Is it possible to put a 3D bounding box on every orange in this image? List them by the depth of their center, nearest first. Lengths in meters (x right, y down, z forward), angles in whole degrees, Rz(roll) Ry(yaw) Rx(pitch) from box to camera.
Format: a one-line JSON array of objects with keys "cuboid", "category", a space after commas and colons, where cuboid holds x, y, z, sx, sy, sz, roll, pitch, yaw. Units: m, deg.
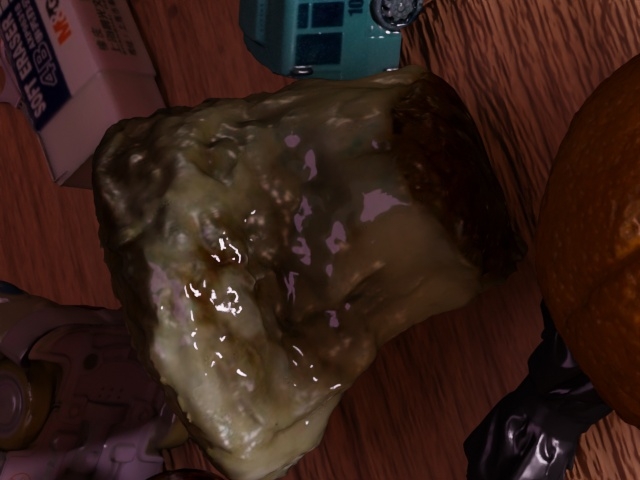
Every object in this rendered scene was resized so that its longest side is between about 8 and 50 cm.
[{"cuboid": [0.328, -0.018, 1.270, 0.357, 0.322, 0.322, -37, 63, 25], "category": "orange"}]

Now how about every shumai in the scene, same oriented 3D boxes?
[{"cuboid": [0.000, 0.000, 1.570, 0.323, 0.397, 0.324, -25, 105, 9], "category": "shumai"}]

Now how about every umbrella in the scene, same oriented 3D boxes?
[{"cuboid": [0.175, 0.157, 1.518, 0.118, 0.118, 0.340, 50, 120, 32], "category": "umbrella"}]

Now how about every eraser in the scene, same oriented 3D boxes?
[{"cuboid": [-0.259, -0.202, 1.930, 0.130, 0.086, 0.287, -38, 63, 33], "category": "eraser"}]

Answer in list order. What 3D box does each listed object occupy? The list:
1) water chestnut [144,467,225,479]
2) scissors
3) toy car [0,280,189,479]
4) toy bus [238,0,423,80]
[{"cuboid": [-0.104, 0.347, 1.644, 0.289, 0.244, 0.289, 3, 95, 38], "category": "water chestnut"}, {"cuboid": [-0.321, -0.147, 2.024, 0.100, 0.015, 0.189, -45, 61, 29], "category": "scissors"}, {"cuboid": [-0.287, 0.197, 1.816, 0.226, 0.242, 0.336, 29, 106, 41], "category": "toy car"}, {"cuboid": [0.007, -0.266, 1.625, 0.128, 0.147, 0.256, -133, 43, -59], "category": "toy bus"}]
